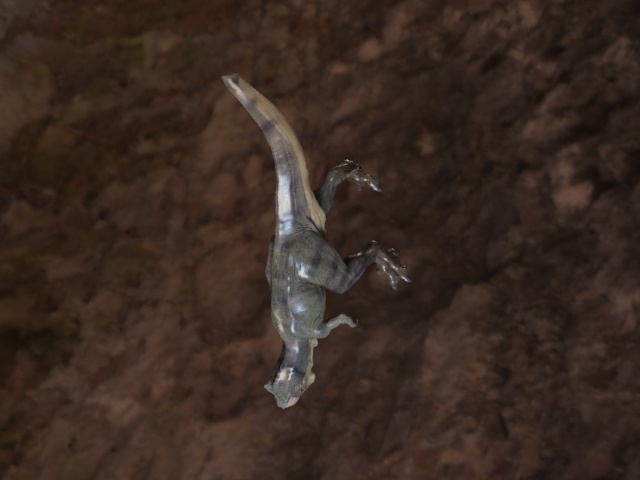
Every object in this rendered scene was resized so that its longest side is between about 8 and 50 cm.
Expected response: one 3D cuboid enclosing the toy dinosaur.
[{"bbox_3d":[0.000,0.000,0.787,0.064,0.118,0.268,18,-59,50],"label":"toy dinosaur"}]
